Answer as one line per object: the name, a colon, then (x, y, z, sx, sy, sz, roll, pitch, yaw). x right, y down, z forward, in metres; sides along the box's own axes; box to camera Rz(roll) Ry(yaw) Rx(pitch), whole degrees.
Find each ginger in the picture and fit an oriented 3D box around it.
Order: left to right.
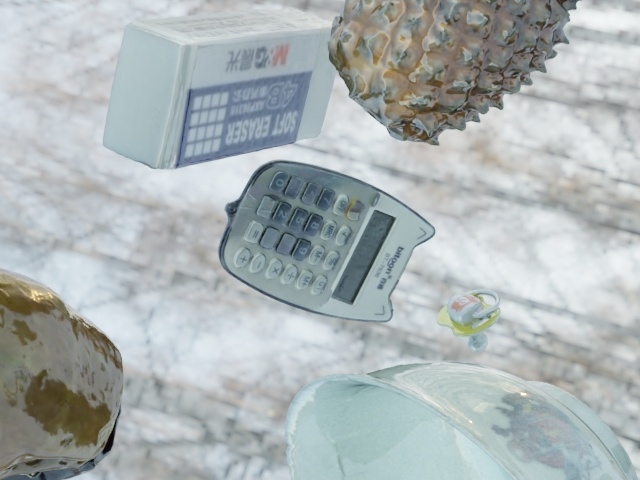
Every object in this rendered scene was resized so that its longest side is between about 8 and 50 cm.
ginger: (-0.310, 0.117, 1.546, 0.269, 0.200, 0.223, -18, -25, -14)

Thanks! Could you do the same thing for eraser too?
eraser: (-0.087, -0.149, 1.651, 0.279, 0.081, 0.124, -17, -56, -58)

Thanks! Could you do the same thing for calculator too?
calculator: (0.000, 0.000, 2.090, 0.268, 0.040, 0.177, 21, -77, -30)

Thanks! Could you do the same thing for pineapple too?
pineapple: (0.178, -0.231, 1.511, 0.361, 0.175, 0.175, -37, -20, 15)

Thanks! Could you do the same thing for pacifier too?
pacifier: (0.167, 0.089, 1.869, 0.068, 0.083, 0.064, -29, -63, -16)

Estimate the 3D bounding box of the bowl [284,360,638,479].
bowl: (0.181, 0.262, 1.681, 0.196, 0.435, 0.435, -35, -42, -30)
